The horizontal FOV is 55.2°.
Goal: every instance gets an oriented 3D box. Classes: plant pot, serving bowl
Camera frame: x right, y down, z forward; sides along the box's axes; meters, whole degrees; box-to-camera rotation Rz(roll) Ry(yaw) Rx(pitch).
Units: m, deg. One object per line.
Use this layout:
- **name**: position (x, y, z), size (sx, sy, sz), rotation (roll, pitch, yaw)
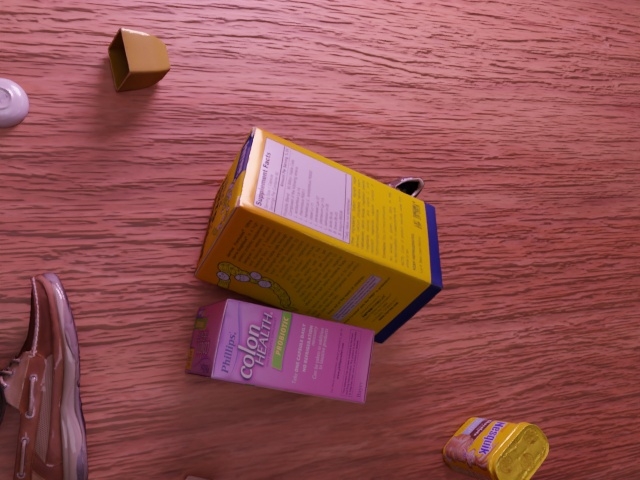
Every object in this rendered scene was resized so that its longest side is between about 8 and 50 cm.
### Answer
- **plant pot**: position (-0.309, -0.311, 1.059), size (0.083, 0.081, 0.081), rotation (-11, 85, -36)
- **serving bowl**: position (-0.515, -0.225, 0.984), size (0.083, 0.027, 0.083), rotation (4, 78, -23)

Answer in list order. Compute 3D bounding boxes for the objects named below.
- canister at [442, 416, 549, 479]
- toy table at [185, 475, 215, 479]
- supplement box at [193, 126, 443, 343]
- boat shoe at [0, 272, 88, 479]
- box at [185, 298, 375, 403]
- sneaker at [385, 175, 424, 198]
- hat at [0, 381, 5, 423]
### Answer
- **canister**: position (0.319, 0.391, 1.139), size (0.126, 0.170, 0.073), rotation (-39, 96, -24)
- **toy table**: position (-0.110, 0.459, 0.921), size (0.274, 0.252, 0.160), rotation (6, 70, 16)
- **supplement box**: position (0.000, 0.000, 1.032), size (0.357, 0.195, 0.194), rotation (22, 44, -17)
- **boat shoe**: position (-0.413, 0.209, 0.900), size (0.116, 0.123, 0.324), rotation (-5, 81, -21)
- **box**: position (-0.072, 0.181, 0.992), size (0.243, 0.213, 0.117), rotation (14, 76, -19)
- **sneaker**: position (0.122, -0.079, 1.196), size (0.188, 0.071, 0.066), rotation (-34, 94, -24)
- **hat**: position (-0.595, 0.210, 0.779), size (0.331, 0.134, 0.331), rotation (0, 93, -5)
